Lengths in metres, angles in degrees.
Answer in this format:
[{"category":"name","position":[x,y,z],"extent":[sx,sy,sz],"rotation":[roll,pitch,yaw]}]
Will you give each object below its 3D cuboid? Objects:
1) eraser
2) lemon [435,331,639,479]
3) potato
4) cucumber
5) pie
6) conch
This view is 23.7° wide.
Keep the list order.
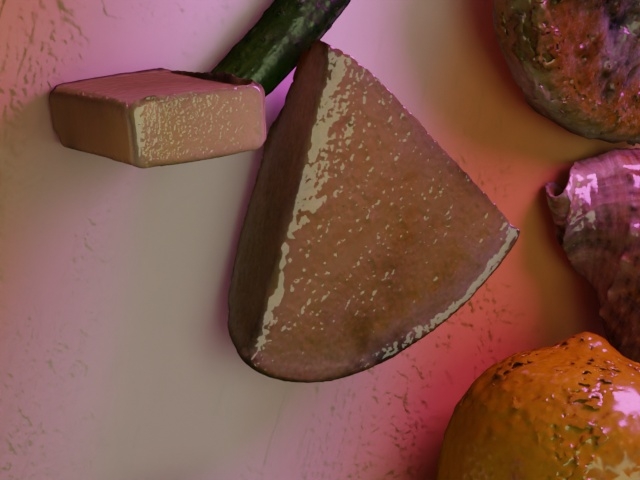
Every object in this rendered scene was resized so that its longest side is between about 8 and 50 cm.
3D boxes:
[{"category":"eraser","position":[-0.131,-0.099,1.213],"extent":[0.117,0.172,0.058],"rotation":[-13,105,-29]},{"category":"lemon","position":[0.234,0.242,1.424],"extent":[0.258,0.258,0.310],"rotation":[-5,104,-30]},{"category":"potato","position":[0.000,0.000,1.342],"extent":[0.269,0.112,0.255],"rotation":[43,80,-26]},{"category":"cucumber","position":[-0.025,-0.188,1.328],"extent":[0.056,0.056,0.250],"rotation":[45,76,-27]},{"category":"pie","position":[0.295,-0.245,1.458],"extent":[0.296,0.078,0.371],"rotation":[-47,130,-1]},{"category":"conch","position":[0.357,0.033,1.517],"extent":[0.210,0.159,0.291],"rotation":[-46,114,-2]}]
